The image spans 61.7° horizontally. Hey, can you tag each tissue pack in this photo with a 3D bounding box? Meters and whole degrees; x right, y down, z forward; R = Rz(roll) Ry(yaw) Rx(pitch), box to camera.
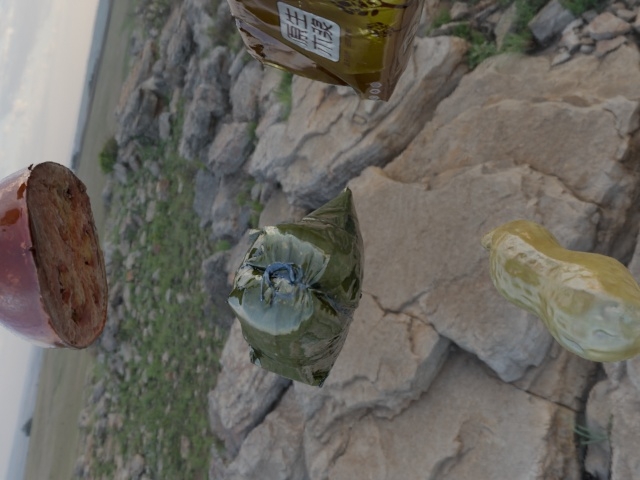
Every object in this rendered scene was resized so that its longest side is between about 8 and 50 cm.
[{"bbox_3d":[0.004,-0.229,0.496,0.226,0.183,0.092,85,-150,-79],"label":"tissue pack"}]

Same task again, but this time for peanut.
[{"bbox_3d":[0.273,0.048,0.623,0.263,0.117,0.101,-131,50,-62],"label":"peanut"}]

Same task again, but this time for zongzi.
[{"bbox_3d":[0.000,0.000,0.584,0.251,0.125,0.274,96,-165,-66],"label":"zongzi"}]

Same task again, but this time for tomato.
[{"bbox_3d":[-0.464,0.035,0.868,0.338,0.143,0.338,169,90,-85],"label":"tomato"}]
